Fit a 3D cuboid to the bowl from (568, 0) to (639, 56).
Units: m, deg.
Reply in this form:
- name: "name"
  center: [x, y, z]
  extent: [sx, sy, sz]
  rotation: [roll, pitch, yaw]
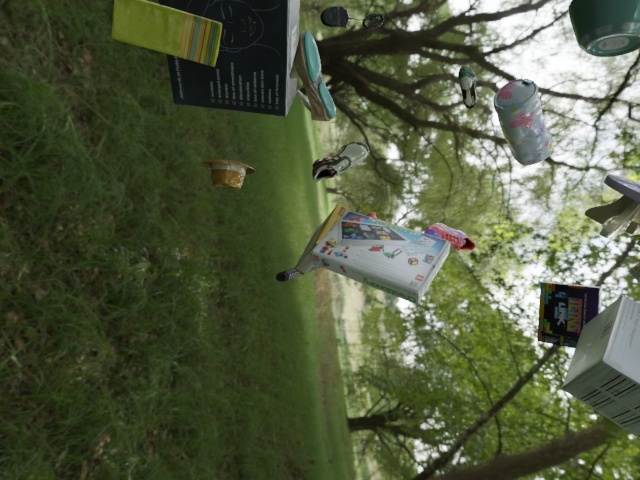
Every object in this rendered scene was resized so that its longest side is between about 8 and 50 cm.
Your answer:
- name: "bowl"
  center: [1.035, -0.757, 1.445]
  extent: [0.311, 0.312, 0.163]
  rotation: [30, 67, -86]

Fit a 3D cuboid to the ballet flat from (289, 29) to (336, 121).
- name: "ballet flat"
  center: [-0.042, -0.537, 1.400]
  extent: [0.107, 0.106, 0.316]
  rotation: [-65, 146, -39]

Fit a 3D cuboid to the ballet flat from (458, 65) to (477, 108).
- name: "ballet flat"
  center: [0.613, -0.629, 1.722]
  extent: [0.188, 0.070, 0.070]
  rotation: [55, 20, -39]

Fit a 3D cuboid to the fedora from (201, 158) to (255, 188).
- name: "fedora"
  center: [-0.312, -0.218, 1.398]
  extent: [0.194, 0.194, 0.079]
  rotation: [39, 56, -86]

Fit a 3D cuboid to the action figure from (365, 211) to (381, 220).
- name: "action figure"
  center: [0.188, -0.059, 1.845]
  extent: [0.139, 0.091, 0.280]
  rotation: [49, -24, -23]

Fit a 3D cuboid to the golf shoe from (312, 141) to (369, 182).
- name: "golf shoe"
  center: [0.087, -0.323, 1.774]
  extent: [0.105, 0.273, 0.120]
  rotation: [51, 31, -29]

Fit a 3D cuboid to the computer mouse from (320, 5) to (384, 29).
- name: "computer mouse"
  center: [0.117, -0.821, 1.540]
  extent: [0.041, 0.242, 0.071]
  rotation: [-137, -133, -74]

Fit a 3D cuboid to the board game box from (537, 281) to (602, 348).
- name: "board game box"
  center: [0.676, 0.203, 1.129]
  extent: [0.048, 0.141, 0.170]
  rotation: [4, 89, -47]

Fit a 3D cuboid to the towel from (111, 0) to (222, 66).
- name: "towel"
  center: [-0.357, -0.490, 0.970]
  extent: [0.021, 0.237, 0.102]
  rotation: [-126, -132, -68]

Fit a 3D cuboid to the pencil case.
- name: "pencil case"
  center: [0.600, -0.341, 1.217]
  extent: [0.273, 0.124, 0.113]
  rotation: [39, 28, -42]

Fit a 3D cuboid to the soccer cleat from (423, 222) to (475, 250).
- name: "soccer cleat"
  center: [0.455, -0.007, 1.467]
  extent: [0.095, 0.248, 0.083]
  rotation: [31, -74, 44]

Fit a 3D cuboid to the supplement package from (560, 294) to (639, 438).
- name: "supplement package"
  center: [0.647, 0.263, 0.836]
  extent: [0.194, 0.203, 0.149]
  rotation: [-45, 158, -33]

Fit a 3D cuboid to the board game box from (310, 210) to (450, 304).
- name: "board game box"
  center: [0.154, 0.032, 1.081]
  extent: [0.193, 0.305, 0.053]
  rotation: [-48, 143, -34]

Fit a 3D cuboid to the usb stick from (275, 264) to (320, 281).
- name: "usb stick"
  center: [-0.096, 0.136, 1.884]
  extent: [0.278, 0.077, 0.045]
  rotation: [-17, 96, -56]

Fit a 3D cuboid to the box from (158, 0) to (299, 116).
- name: "box"
  center: [-0.336, -0.786, 1.634]
  extent: [0.297, 0.472, 0.479]
  rotation: [-81, 178, -51]

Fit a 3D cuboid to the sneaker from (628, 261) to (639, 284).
- name: "sneaker"
  center: [0.802, 0.029, 0.975]
  extent: [0.108, 0.169, 0.292]
  rotation: [-33, 88, -45]

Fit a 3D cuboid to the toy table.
- name: "toy table"
  center: [1.005, -0.083, 1.319]
  extent: [0.274, 0.252, 0.160]
  rotation: [-119, -142, -51]

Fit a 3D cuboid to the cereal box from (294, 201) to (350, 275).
- name: "cereal box"
  center: [0.000, 0.000, 1.320]
  extent: [0.173, 0.047, 0.240]
  rotation: [-61, -173, -30]
